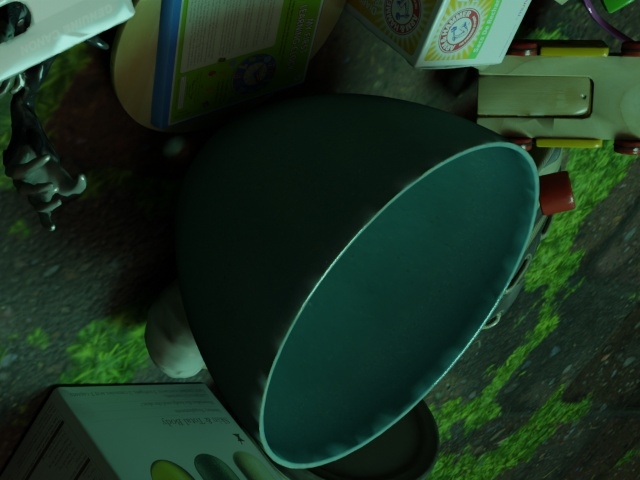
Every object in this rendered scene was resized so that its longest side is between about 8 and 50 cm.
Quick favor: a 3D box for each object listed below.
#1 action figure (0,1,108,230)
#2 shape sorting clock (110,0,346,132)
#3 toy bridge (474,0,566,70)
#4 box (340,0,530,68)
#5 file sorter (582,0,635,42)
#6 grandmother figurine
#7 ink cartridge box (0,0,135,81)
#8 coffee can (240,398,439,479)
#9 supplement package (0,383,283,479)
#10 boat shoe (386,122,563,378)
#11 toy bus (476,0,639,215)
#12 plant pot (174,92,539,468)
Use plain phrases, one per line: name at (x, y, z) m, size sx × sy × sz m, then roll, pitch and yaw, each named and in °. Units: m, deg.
action figure at (-0.218, -0.063, 0.651) m, size 0.164 × 0.141 × 0.276 m, roll 14°, pitch 119°, yaw -41°
shape sorting clock at (-0.061, -0.159, 0.805) m, size 0.206 × 0.040 × 0.206 m, roll -28°, pitch 153°, yaw -16°
toy bridge at (0.183, -0.207, 0.891) m, size 0.188 × 0.026 × 0.063 m, roll -38°, pitch 159°, yaw 24°
box at (0.107, -0.242, 0.833) m, size 0.103 × 0.114 × 0.203 m, roll -11°, pitch 136°, yaw -41°
file sorter at (0.382, -0.307, 1.002) m, size 0.290 × 0.182 × 0.202 m, roll -44°, pitch 147°, yaw -2°
grandmother figurine at (-0.026, 0.073, 1.058) m, size 0.342 × 0.104 × 0.208 m, roll -1°, pitch 106°, yaw -50°
ink cartridge box at (-0.214, -0.181, 0.532) m, size 0.189 × 0.066 × 0.232 m, roll -32°, pitch 130°, yaw -21°
coffee can at (-0.013, 0.284, 1.217) m, size 0.201 × 0.201 × 0.275 m, roll -13°, pitch 137°, yaw -40°
supplement package at (-0.146, 0.290, 1.015) m, size 0.199 × 0.263 × 0.198 m, roll 8°, pitch 121°, yaw -52°
boat shoe at (0.142, 0.032, 1.077) m, size 0.355 × 0.132 × 0.130 m, roll -50°, pitch 136°, yaw -25°
toy bus at (0.234, -0.138, 1.019) m, size 0.191 × 0.202 × 0.104 m, roll -42°, pitch -173°, yaw 18°
plant pot at (0.000, 0.000, 0.865) m, size 0.290 × 0.195 × 0.290 m, roll -35°, pitch 148°, yaw -26°
